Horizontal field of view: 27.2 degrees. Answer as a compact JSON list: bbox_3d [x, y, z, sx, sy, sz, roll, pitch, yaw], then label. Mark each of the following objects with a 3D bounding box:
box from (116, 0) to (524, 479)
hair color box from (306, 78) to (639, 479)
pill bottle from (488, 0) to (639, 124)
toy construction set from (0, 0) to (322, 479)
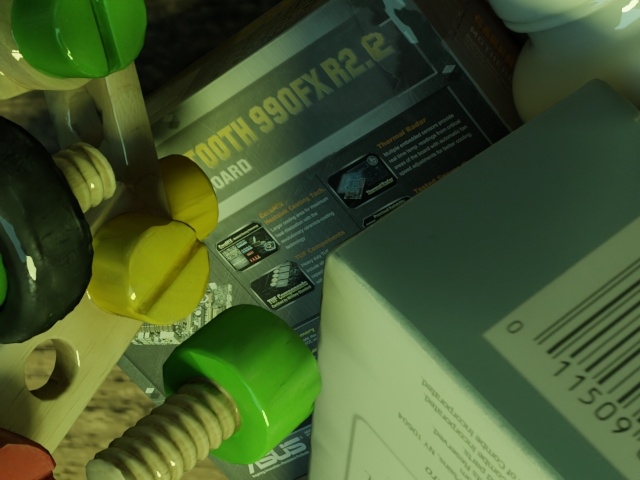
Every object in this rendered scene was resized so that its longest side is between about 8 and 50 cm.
[{"bbox_3d":[0.000,0.000,0.567,0.231,0.056,0.183,-30,110,31],"label":"box"},{"bbox_3d":[0.092,0.141,0.485,0.185,0.113,0.374,46,154,25],"label":"hair color box"},{"bbox_3d":[0.135,-0.042,0.463,0.108,0.108,0.193,-26,113,30],"label":"pill bottle"},{"bbox_3d":[-0.117,-0.046,0.472,0.309,0.237,0.257,-29,96,49],"label":"toy construction set"}]
